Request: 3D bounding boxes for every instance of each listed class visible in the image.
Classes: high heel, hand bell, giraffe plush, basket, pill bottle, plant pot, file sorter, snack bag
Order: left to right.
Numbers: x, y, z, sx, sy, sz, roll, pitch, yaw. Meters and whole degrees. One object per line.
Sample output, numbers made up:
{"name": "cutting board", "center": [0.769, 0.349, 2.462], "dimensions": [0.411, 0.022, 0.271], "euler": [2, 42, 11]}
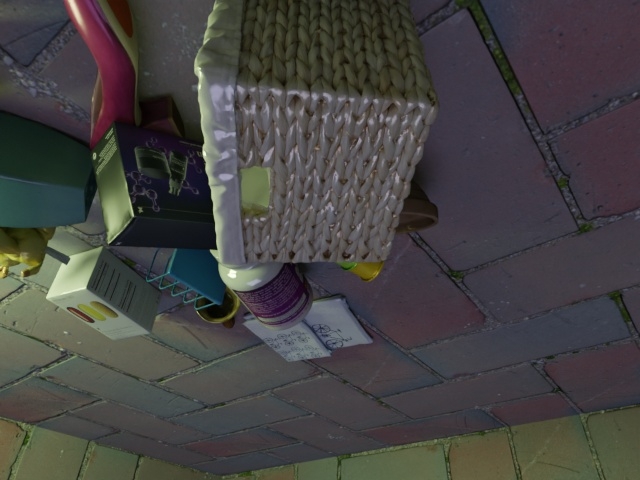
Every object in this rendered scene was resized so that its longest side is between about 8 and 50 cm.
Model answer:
{"name": "giraffe plush", "center": [-0.697, -0.004, 1.039], "dimensions": [0.170, 0.181, 0.210], "euler": [-12, 123, 34]}
{"name": "plant pot", "center": [-0.567, -0.124, 0.885], "dimensions": [0.234, 0.165, 0.165], "euler": [11, 140, -17]}
{"name": "high heel", "center": [-0.360, -0.269, 0.712], "dimensions": [0.181, 0.127, 0.377], "euler": [-12, 144, 0]}
{"name": "file sorter", "center": [-0.334, 0.086, 1.170], "dimensions": [0.104, 0.118, 0.170], "euler": [-20, 136, 30]}
{"name": "hand bell", "center": [-0.285, 0.217, 1.361], "dimensions": [0.126, 0.126, 0.242], "euler": [3, 154, -2]}
{"name": "pill bottle", "center": [-0.140, 0.078, 1.109], "dimensions": [0.169, 0.169, 0.301], "euler": [-11, 140, 15]}
{"name": "basket", "center": [-0.017, -0.174, 0.669], "dimensions": [0.266, 0.331, 0.328], "euler": [3, 141, -5]}
{"name": "snack bag", "center": [-0.027, 0.296, 1.479], "dimensions": [0.343, 0.037, 0.323], "euler": [-14, 138, 18]}
{"name": "plant pot", "center": [0.111, -0.079, 0.920], "dimensions": [0.237, 0.109, 0.237], "euler": [-3, 170, 0]}

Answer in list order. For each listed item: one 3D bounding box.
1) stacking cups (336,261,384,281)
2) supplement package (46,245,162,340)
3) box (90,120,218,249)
{"name": "stacking cups", "center": [0.000, 0.000, 1.068], "dimensions": [0.316, 0.096, 0.096], "euler": [25, 136, -25]}
{"name": "supplement package", "center": [-0.572, 0.149, 1.239], "dimensions": [0.139, 0.134, 0.244], "euler": [-14, 138, 18]}
{"name": "box", "center": [-0.248, -0.085, 0.825], "dimensions": [0.103, 0.184, 0.261], "euler": [-32, 158, 35]}
